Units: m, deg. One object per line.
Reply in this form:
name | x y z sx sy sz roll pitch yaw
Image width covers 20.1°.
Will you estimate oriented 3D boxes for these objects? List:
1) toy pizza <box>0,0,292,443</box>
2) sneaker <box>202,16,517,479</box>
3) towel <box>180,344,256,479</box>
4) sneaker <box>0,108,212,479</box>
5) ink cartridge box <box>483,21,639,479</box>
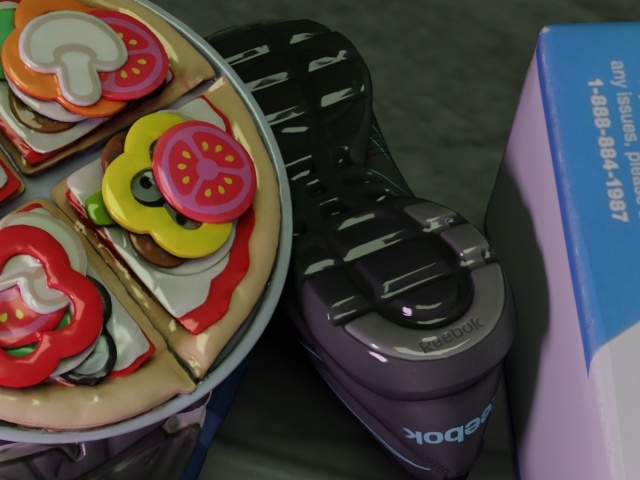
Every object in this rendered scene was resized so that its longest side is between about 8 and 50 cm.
toy pizza | -0.104 -0.022 0.676 0.201 0.032 0.201 8 63 -16
sneaker | 0.000 0.000 0.790 0.101 0.106 0.267 -20 43 -9
towel | -0.073 0.067 0.779 0.067 0.029 0.119 21 61 7
sneaker | -0.145 -0.020 0.766 0.129 0.147 0.330 -15 69 -25
ink cartridge box | 0.284 0.064 0.726 0.394 0.166 0.286 -2 61 -6
